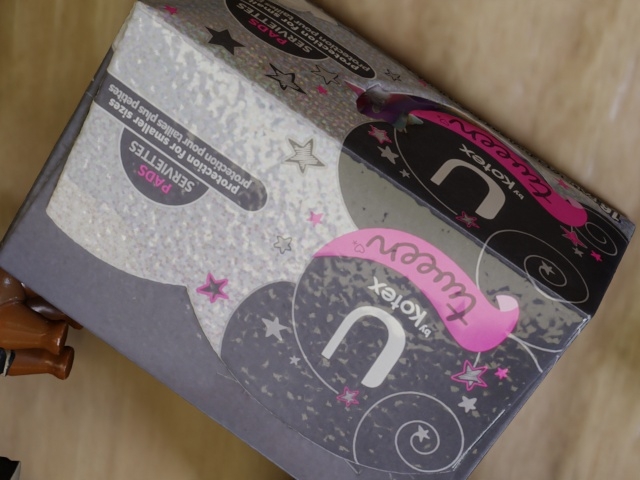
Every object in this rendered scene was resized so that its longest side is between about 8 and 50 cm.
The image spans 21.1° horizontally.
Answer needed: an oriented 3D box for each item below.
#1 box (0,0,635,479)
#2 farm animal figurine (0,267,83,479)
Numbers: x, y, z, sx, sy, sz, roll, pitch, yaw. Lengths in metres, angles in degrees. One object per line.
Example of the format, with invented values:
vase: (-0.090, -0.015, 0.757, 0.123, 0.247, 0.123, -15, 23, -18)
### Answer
box: (0.000, 0.000, 0.828, 0.247, 0.142, 0.163, 35, 116, 4)
farm animal figurine: (-0.247, 0.153, 0.876, 0.172, 0.327, 0.330, 14, 95, 1)
